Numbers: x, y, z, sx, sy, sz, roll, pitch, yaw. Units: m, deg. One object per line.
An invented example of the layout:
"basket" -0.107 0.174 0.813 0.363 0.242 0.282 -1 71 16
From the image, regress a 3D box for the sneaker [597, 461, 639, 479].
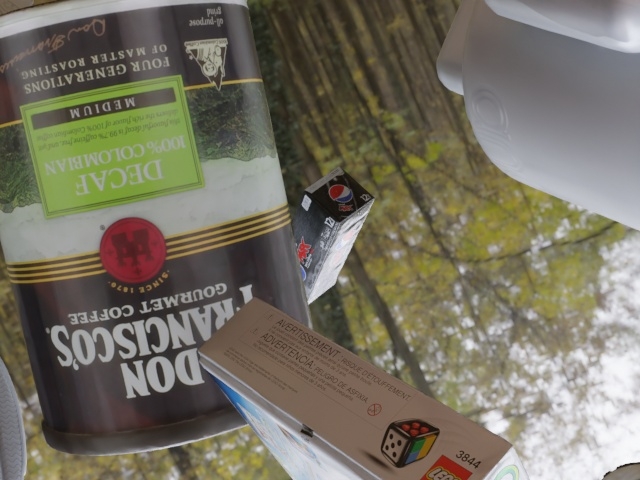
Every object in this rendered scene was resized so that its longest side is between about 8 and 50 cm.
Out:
"sneaker" 0.380 0.424 1.285 0.100 0.271 0.108 12 -148 -28

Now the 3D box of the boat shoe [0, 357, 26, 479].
"boat shoe" -0.287 0.229 0.673 0.121 0.335 0.119 12 150 -39

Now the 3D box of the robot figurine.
"robot figurine" 0.229 -0.100 0.570 0.300 0.199 0.353 13 -168 -37

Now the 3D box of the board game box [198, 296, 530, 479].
"board game box" 0.066 0.176 0.545 0.053 0.305 0.193 -45 -140 -18

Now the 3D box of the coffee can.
"coffee can" -0.121 -0.018 0.656 0.202 0.275 0.201 -12 -173 1

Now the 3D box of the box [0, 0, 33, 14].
"box" -0.422 -0.152 0.882 0.290 0.169 0.087 -44 -152 23

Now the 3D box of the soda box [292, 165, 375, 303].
"soda box" 0.000 0.000 1.012 0.060 0.053 0.169 -37 162 -35
